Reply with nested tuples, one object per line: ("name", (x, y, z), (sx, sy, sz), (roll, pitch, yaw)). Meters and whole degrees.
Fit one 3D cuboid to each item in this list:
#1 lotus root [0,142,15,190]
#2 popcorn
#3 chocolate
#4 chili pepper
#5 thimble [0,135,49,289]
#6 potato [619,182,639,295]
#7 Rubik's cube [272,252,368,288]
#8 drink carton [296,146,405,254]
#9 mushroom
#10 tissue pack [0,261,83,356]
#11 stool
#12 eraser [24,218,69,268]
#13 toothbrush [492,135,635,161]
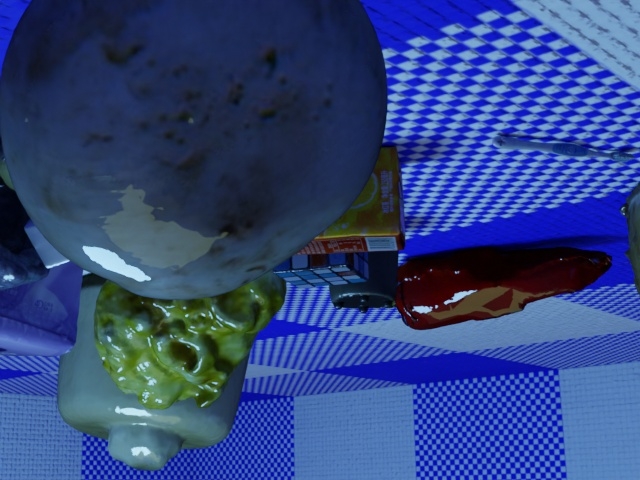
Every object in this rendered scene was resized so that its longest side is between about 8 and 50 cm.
("lotus root", (-0.192, -0.083, 0.851), (0.183, 0.077, 0.090), (-8, -154, 27))
("popcorn", (-0.191, 0.099, 1.333), (0.225, 0.174, 0.286), (14, 132, -28))
("chocolate", (-0.263, 0.215, 1.605), (0.314, 0.297, 0.326), (-2, 167, 25))
("chili pepper", (0.219, 0.062, 1.427), (0.387, 0.110, 0.110), (-12, 162, 26))
("thimble", (-0.316, -0.026, 0.939), (0.097, 0.150, 0.150), (-5, 165, 20))
("potato", (0.543, 0.079, 1.097), (0.385, 0.320, 0.442), (-5, 162, 12))
("Rubik's cube", (0.000, 0.000, 1.170), (0.092, 0.092, 0.092), (-6, 165, 17))
("drink carton", (-0.027, -0.037, 1.022), (0.222, 0.096, 0.071), (-4, 166, 6))
("mushroom", (-0.089, -0.093, 0.650), (0.243, 0.244, 0.243), (-1, 166, 0))
("tissue pack", (-0.459, 0.031, 1.121), (0.242, 0.160, 0.338), (-1, 165, 22))
("stool", (0.053, 0.032, 1.264), (0.096, 0.110, 0.096), (1, 162, 0))
("eraser", (-0.143, -0.045, 0.893), (0.225, 0.052, 0.095), (-18, -155, 12))
("toothbrush", (0.241, -0.090, 0.997), (0.162, 0.014, 0.017), (4, 179, -19))
